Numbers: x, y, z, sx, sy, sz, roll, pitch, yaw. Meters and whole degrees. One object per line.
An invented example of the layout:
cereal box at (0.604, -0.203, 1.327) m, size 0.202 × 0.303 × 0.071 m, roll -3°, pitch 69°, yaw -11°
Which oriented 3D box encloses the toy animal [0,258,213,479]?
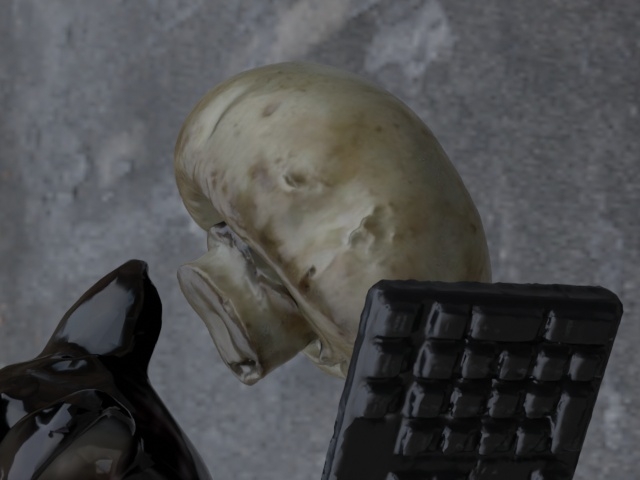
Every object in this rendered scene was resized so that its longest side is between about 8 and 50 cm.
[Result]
toy animal at (-0.164, 0.065, 0.624) m, size 0.303 × 0.344 × 0.194 m, roll -49°, pitch 8°, yaw 16°

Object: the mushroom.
mushroom at (0.000, 0.000, 0.712) m, size 0.166 × 0.127 × 0.166 m, roll 43°, pitch 162°, yaw 18°

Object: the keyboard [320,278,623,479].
keyboard at (0.015, 0.104, 0.358) m, size 0.013 × 0.061 × 0.204 m, roll 44°, pitch 126°, yaw 56°
